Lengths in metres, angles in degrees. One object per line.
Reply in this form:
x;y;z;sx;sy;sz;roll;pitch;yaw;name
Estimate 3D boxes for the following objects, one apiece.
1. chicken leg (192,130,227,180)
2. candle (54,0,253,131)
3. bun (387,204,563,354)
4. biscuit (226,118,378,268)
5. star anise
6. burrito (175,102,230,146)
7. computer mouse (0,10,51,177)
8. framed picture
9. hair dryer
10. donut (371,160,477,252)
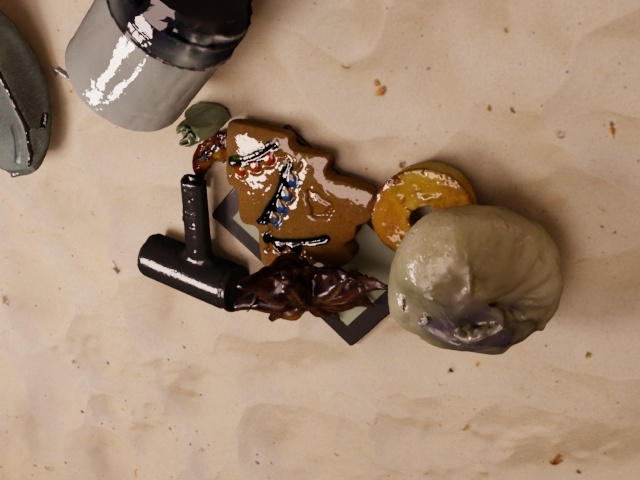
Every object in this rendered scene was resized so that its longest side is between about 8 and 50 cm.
-0.189;-0.139;1.839;0.062;0.037;0.145;38;132;-15;chicken leg
-0.262;-0.301;1.658;0.221;0.221;0.342;44;134;-1;candle
0.232;0.067;1.590;0.272;0.168;0.273;-1;137;-1;bun
-0.057;-0.074;1.772;0.301;0.043;0.278;48;131;-4;biscuit
-0.021;0.069;1.771;0.272;0.272;0.103;-18;68;37;star anise
-0.200;-0.186;1.759;0.074;0.118;0.044;7;126;18;burrito
-0.582;-0.290;1.922;0.203;0.114;0.374;9;131;23;computer mouse
0.000;0.000;1.824;0.347;0.016;0.265;43;132;0;framed picture
-0.224;-0.010;1.904;0.197;0.089;0.251;21;128;22;hair dryer
0.168;-0.048;1.663;0.162;0.065;0.178;40;130;-4;donut
